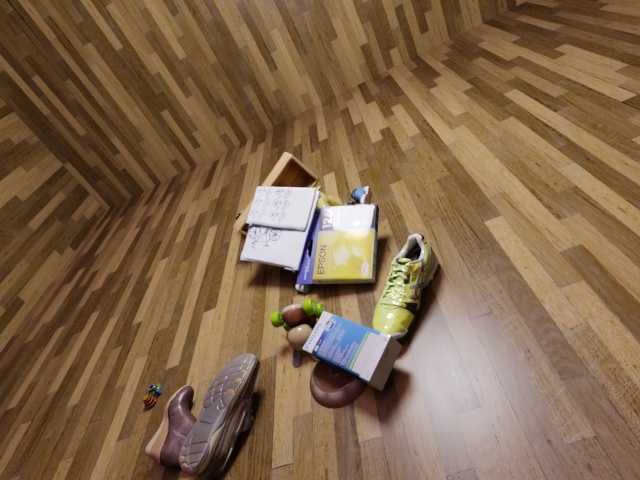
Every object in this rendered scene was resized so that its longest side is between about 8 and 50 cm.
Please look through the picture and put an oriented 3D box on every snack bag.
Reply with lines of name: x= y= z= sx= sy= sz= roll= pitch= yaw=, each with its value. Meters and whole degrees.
snack bag: x=-0.180 y=-0.058 z=1.655 sx=0.322 sy=0.037 sz=0.343 roll=8 pitch=77 yaw=32

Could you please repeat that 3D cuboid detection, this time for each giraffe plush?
giraffe plush: x=-0.009 y=-0.118 z=1.816 sx=0.170 sy=0.210 sz=0.182 roll=-46 pitch=18 yaw=31

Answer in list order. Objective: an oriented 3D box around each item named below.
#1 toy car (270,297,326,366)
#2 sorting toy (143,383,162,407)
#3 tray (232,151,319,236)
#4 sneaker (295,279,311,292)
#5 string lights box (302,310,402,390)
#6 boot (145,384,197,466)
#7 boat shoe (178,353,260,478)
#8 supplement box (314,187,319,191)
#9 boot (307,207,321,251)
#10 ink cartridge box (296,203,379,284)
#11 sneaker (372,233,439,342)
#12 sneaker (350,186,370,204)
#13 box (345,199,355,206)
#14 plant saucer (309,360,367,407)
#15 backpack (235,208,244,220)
toy car: x=-0.057 y=0.310 z=1.332 sx=0.154 sy=0.149 sz=0.189 roll=-24 pitch=62 yaw=17
sorting toy: x=-0.616 y=0.555 z=1.484 sx=0.061 sy=0.042 sz=0.102 roll=-26 pitch=33 yaw=7
tray: x=-0.200 y=-0.176 z=1.865 sx=0.411 sy=0.202 sz=0.076 roll=-55 pitch=40 yaw=-1
sneaker: x=-0.048 y=0.136 z=1.588 sx=0.061 sy=0.054 sz=0.152 roll=0 pitch=44 yaw=43
string lights box: x=0.083 y=0.303 z=1.149 sx=0.259 sy=0.077 sz=0.134 roll=11 pitch=63 yaw=46
boot: x=-0.402 y=0.580 z=1.270 sx=0.206 sy=0.090 sz=0.249 roll=0 pitch=41 yaw=21
boat shoe: x=-0.273 y=0.509 z=1.197 sx=0.132 sy=0.130 sz=0.356 roll=-3 pitch=47 yaw=41
supplement box: x=-0.096 y=-0.223 z=2.042 sx=0.188 sy=0.080 sz=0.104 roll=15 pitch=98 yaw=48
boot: x=0.000 y=0.000 z=1.700 sx=0.161 sy=0.083 sz=0.247 roll=-50 pitch=58 yaw=37
ink cartridge box: x=0.059 y=0.012 z=1.519 sx=0.306 sy=0.072 sz=0.304 roll=-2 pitch=65 yaw=18
sneaker: x=0.245 y=0.140 z=1.263 sx=0.145 sy=0.147 sz=0.385 roll=1 pitch=46 yaw=36
sneaker: x=0.176 y=-0.193 z=1.845 sx=0.084 sy=0.058 sz=0.152 roll=-9 pitch=34 yaw=21
box: x=0.123 y=-0.072 z=1.673 sx=0.029 sy=0.116 sz=0.162 roll=-6 pitch=40 yaw=29
plant saucer: x=0.051 y=0.386 z=1.190 sx=0.198 sy=0.036 sz=0.199 roll=-21 pitch=33 yaw=15
backpack: x=-0.360 y=-0.101 z=2.091 sx=0.115 sy=0.152 sz=0.182 roll=-36 pitch=20 yaw=-19
